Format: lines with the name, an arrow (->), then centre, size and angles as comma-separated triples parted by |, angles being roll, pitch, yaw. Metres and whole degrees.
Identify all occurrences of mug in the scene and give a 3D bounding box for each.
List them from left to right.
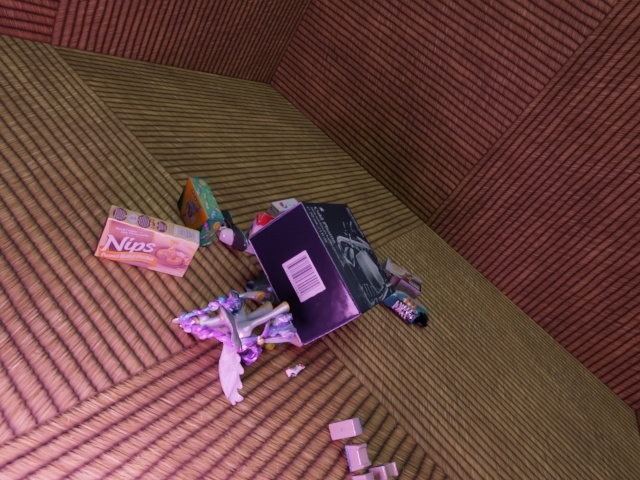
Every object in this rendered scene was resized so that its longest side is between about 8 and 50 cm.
mug -> -0.226, 0.210, 1.742 | 0.129, 0.158, 0.097 | 53, 26, -21

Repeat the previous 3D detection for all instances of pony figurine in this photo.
pony figurine -> -0.267, 0.303, 1.396 | 0.363, 0.303, 0.351 | -9, 31, -33

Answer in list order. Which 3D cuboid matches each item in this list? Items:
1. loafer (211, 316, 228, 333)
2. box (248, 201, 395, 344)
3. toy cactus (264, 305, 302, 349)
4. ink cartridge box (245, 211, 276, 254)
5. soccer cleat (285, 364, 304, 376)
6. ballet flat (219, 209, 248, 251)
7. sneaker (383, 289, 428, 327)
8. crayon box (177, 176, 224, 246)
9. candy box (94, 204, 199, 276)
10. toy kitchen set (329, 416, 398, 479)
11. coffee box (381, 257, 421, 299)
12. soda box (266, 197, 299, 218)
loafer -> -0.369, 0.305, 1.527 | 0.125, 0.045, 0.039 | 29, 14, -23
box -> 0.026, 0.112, 1.774 | 0.480, 0.297, 0.472 | 62, 22, 9
toy cactus -> -0.147, 0.355, 1.634 | 0.180, 0.112, 0.219 | 41, 30, -12
ink cartridge box -> -0.254, -0.037, 1.940 | 0.134, 0.231, 0.078 | 22, 32, -24
soccer cleat -> -0.092, 0.486, 1.567 | 0.083, 0.029, 0.035 | 3, 52, -40
ballet flat -> -0.425, -0.040, 1.923 | 0.096, 0.095, 0.280 | -2, 36, -35
sneaker -> 0.460, 0.366, 2.238 | 0.302, 0.108, 0.121 | 27, 26, -19
crayon box -> -0.531, -0.128, 1.849 | 0.081, 0.165, 0.278 | 5, 41, -43
candy box -> -0.625, 0.009, 1.533 | 0.316, 0.183, 0.087 | 19, 33, -27
toy kitchen set -> 0.148, 0.713, 1.438 | 0.166, 0.122, 0.207 | 7, 60, -41
coffee box -> 0.458, 0.229, 2.441 | 0.246, 0.098, 0.141 | 35, 29, -2
soda box -> -0.203, -0.179, 2.366 | 0.074, 0.069, 0.216 | 44, 31, 15
